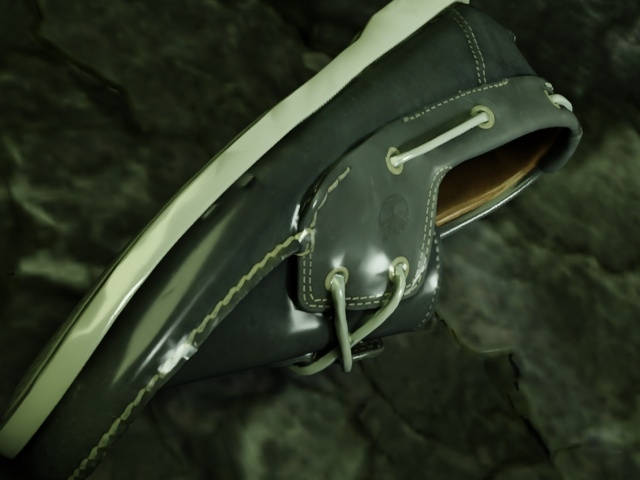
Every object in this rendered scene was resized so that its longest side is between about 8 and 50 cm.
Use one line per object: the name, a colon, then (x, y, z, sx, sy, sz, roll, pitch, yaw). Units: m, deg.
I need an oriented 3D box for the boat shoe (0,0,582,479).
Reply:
boat shoe: (0.000, 0.000, 0.472, 0.079, 0.084, 0.233, 46, 48, 3)
